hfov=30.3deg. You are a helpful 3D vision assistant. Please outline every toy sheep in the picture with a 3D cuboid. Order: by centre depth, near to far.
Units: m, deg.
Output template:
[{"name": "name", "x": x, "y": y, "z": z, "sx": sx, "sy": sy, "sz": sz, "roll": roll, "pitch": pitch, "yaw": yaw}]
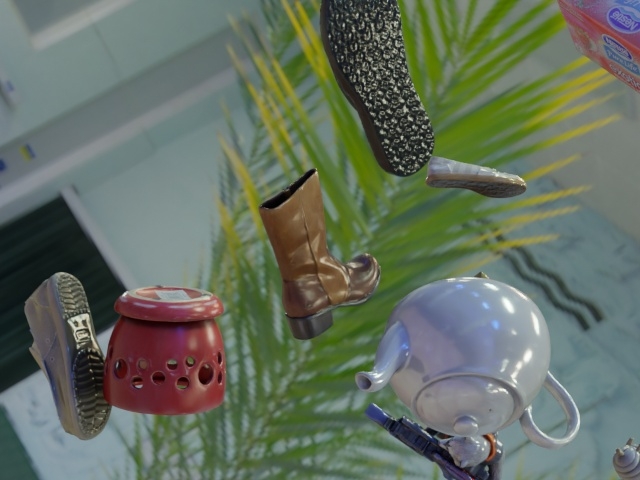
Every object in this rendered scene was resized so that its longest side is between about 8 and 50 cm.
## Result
[{"name": "toy sheep", "x": 0.683, "y": 0.485, "z": 2.587, "sx": 0.132, "sy": 0.091, "sz": 0.091, "roll": 40, "pitch": -4, "yaw": -27}]

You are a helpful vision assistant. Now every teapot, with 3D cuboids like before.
[{"name": "teapot", "x": 0.207, "y": 0.188, "z": 1.639, "sx": 0.252, "sy": 0.256, "sz": 0.187, "roll": 61, "pitch": 23, "yaw": -43}]

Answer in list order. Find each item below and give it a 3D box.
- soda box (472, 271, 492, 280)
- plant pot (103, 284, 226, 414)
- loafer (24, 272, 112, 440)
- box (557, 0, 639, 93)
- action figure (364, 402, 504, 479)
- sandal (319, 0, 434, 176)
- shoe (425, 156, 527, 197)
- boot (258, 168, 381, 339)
[{"name": "soda box", "x": 0.221, "y": 0.132, "z": 1.969, "sx": 0.061, "sy": 0.181, "sz": 0.058, "roll": 36, "pitch": 32, "yaw": -30}, {"name": "plant pot", "x": -0.242, "y": 0.166, "z": 1.842, "sx": 0.191, "sy": 0.191, "sz": 0.174, "roll": -157, "pitch": -113, "yaw": -68}, {"name": "loafer", "x": -0.405, "y": 0.189, "z": 1.890, "sx": 0.102, "sy": 0.092, "sz": 0.268, "roll": 4, "pitch": 71, "yaw": -58}, {"name": "box", "x": 0.526, "y": -0.325, "z": 1.855, "sx": 0.300, "sy": 0.142, "sz": 0.154, "roll": 48, "pitch": -2, "yaw": 41}, {"name": "action figure", "x": 0.268, "y": 0.379, "z": 2.450, "sx": 0.341, "sy": 0.178, "sz": 0.330, "roll": 34, "pitch": 6, "yaw": -6}, {"name": "sandal", "x": 0.086, "y": -0.317, "z": 2.233, "sx": 0.107, "sy": 0.167, "sz": 0.446, "roll": 23, "pitch": -39, "yaw": 50}, {"name": "shoe", "x": 0.328, "y": -0.136, "z": 2.481, "sx": 0.076, "sy": 0.219, "sz": 0.058, "roll": 117, "pitch": -22, "yaw": -63}, {"name": "boot", "x": 0.000, "y": 0.000, "z": 2.163, "sx": 0.096, "sy": 0.264, "sz": 0.280, "roll": 11, "pitch": -56, "yaw": 44}]
